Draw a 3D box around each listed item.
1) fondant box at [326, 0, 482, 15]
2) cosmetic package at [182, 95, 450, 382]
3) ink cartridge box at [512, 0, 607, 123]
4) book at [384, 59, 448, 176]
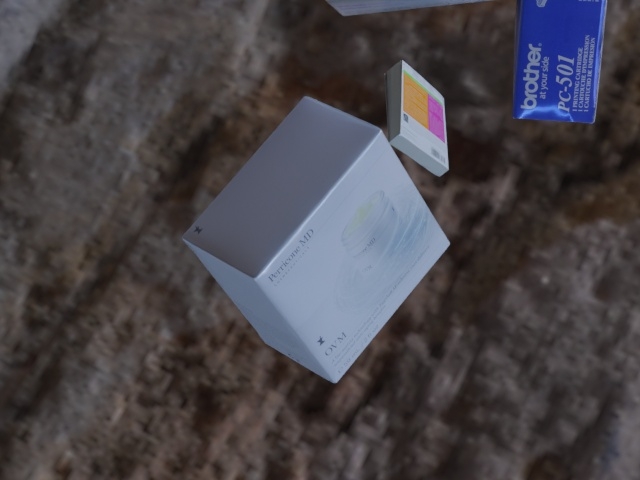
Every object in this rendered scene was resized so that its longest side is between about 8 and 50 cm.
[{"bbox_3d":[0.089,-0.353,1.928,0.330,0.238,0.096,26,61,-71],"label":"fondant box"},{"bbox_3d":[0.000,0.000,1.925,0.224,0.138,0.224,-50,136,-14],"label":"cosmetic package"},{"bbox_3d":[0.134,-0.145,0.947,0.207,0.046,0.097,-74,167,-67],"label":"ink cartridge box"},{"bbox_3d":[0.134,-0.165,2.286,0.096,0.035,0.144,33,38,-29],"label":"book"}]
